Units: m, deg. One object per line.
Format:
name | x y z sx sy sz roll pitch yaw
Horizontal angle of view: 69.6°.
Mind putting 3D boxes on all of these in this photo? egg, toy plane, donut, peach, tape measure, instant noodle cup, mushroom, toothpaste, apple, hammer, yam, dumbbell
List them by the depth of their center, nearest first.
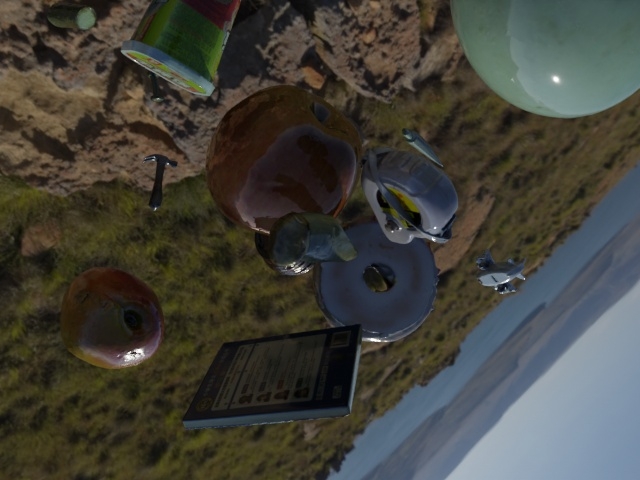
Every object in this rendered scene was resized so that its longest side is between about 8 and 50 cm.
egg | 0.337 -0.329 0.643 0.389 0.276 0.276 21 111 -42
tape measure | 0.182 -0.088 0.934 0.120 0.197 0.236 -46 125 -20
mushroom | 0.002 -0.003 0.956 0.333 0.087 0.107 2 120 -62
apple | -0.083 -0.200 1.183 0.391 0.391 0.346 -4 137 -53
yam | -0.713 -0.646 1.322 0.070 0.146 0.069 -47 147 -46
donut | 0.159 0.109 1.365 0.382 0.382 0.142 -44 -175 -5
toothpaste | 0.307 -0.284 1.384 0.037 0.067 0.255 -36 151 24
instant noodle cup | -0.404 -0.642 1.388 0.294 0.294 0.308 21 94 -61
peach | -0.674 0.252 1.482 0.372 0.373 0.290 76 35 -59
toy plane | 0.585 0.102 1.504 0.080 0.174 0.174 -45 157 -36
dumbbell | -0.650 -0.606 1.808 0.046 0.118 0.052 -9 -178 17
hammer | -0.673 -0.245 1.896 0.137 0.290 0.037 19 137 -28

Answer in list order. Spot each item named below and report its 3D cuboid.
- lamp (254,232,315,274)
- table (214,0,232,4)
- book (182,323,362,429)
lamp | -0.090 -0.004 1.487 0.247 0.247 0.247 -34 150 -23
table | -0.202 -0.577 1.020 0.083 0.070 0.082 -25 -172 19
book | -0.111 0.342 1.184 0.300 0.428 0.039 -69 144 -60
